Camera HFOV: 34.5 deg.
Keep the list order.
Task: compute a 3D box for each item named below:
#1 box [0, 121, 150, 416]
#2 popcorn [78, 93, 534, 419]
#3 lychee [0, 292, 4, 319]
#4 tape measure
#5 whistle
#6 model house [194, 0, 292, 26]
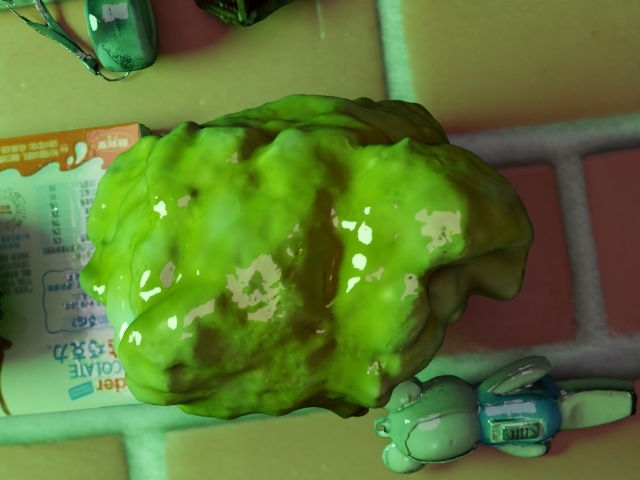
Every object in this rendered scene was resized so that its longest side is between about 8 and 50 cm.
[{"bbox_3d":[-0.285,0.034,0.986,0.273,0.048,0.265,-5,89,5],"label":"box"},{"bbox_3d":[-0.010,-0.008,0.814,0.293,0.334,0.292,38,106,-20],"label":"popcorn"},{"bbox_3d":[-0.356,0.043,0.891,0.171,0.171,0.171,0,89,5],"label":"lychee"},{"bbox_3d":[-0.239,-0.209,0.956,0.179,0.107,0.104,7,93,3],"label":"tape measure"},{"bbox_3d":[0.165,0.152,0.930,0.235,0.077,0.114,-8,118,0],"label":"whistle"},{"bbox_3d":[-0.072,-0.282,0.957,0.165,0.106,0.152,36,106,40],"label":"model house"}]
